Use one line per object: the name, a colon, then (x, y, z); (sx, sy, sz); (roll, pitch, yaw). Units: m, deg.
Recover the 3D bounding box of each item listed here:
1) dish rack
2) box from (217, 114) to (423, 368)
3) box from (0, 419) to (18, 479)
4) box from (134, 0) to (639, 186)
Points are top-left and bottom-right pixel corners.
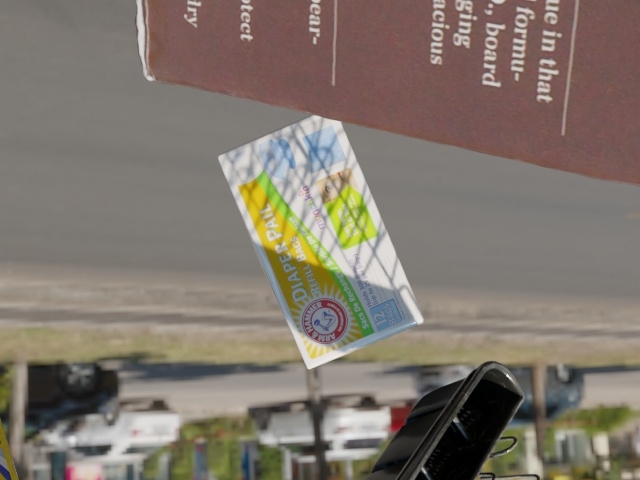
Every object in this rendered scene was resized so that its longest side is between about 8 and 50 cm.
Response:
dish rack: (0.110, 0.240, 0.834); (0.074, 0.272, 0.208); (-18, -160, 41)
box: (0.000, 0.000, 1.162); (0.114, 0.203, 0.103); (-24, 179, -1)
box: (-0.148, 0.109, 0.517); (0.059, 0.169, 0.054); (-12, 131, -19)
box: (0.068, -0.130, 0.424); (0.203, 0.167, 0.168); (14, -155, 27)
